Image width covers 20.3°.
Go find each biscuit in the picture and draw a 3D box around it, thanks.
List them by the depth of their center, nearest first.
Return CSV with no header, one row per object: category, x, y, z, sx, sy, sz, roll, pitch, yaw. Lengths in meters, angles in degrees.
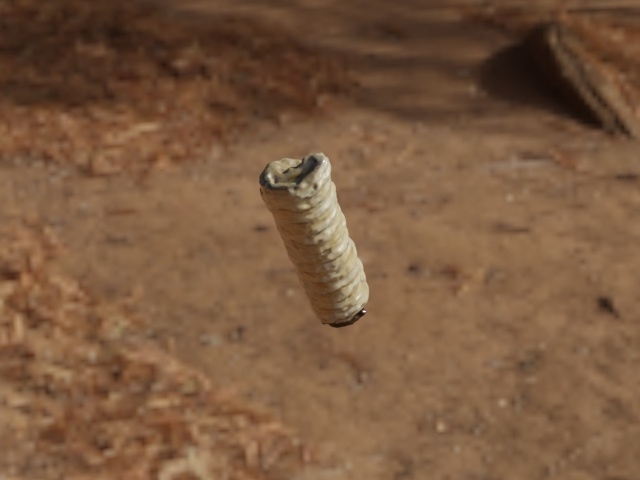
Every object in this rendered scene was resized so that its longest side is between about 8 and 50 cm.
biscuit,0.000,0.000,1.454,0.061,0.219,0.055,-24,57,0
